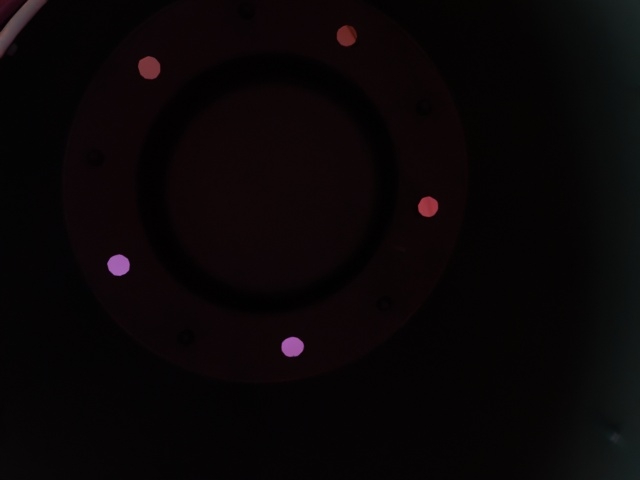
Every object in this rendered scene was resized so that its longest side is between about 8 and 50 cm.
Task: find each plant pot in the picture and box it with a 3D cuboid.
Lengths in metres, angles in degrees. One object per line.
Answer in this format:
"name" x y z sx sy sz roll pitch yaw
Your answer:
"plant pot" 0.000 0.000 0.697 0.235 0.293 0.293 -130 30 -75

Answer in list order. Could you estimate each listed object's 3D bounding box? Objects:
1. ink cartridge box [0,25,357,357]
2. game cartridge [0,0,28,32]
"ink cartridge box" -0.087 0.009 0.959 0.115 0.198 0.273 61 151 29
"game cartridge" -0.170 -0.210 0.960 0.355 0.068 0.230 -39 59 23
